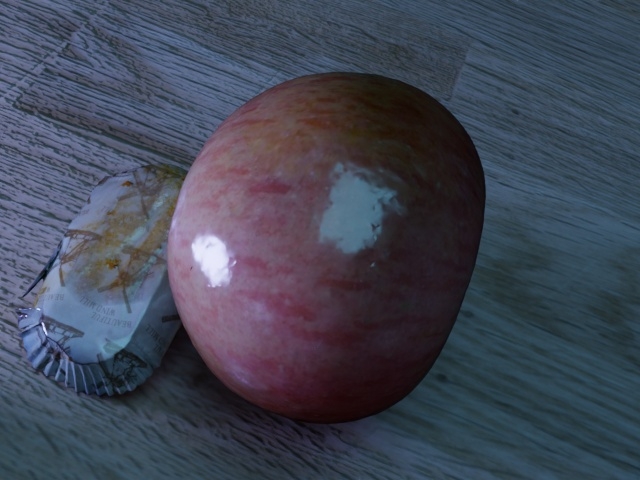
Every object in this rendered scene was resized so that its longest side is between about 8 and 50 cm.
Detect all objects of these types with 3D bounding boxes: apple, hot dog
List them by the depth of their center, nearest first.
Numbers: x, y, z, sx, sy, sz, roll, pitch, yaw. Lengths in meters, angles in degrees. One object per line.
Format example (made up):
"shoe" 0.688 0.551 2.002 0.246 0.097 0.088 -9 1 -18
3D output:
"apple" 0.000 0.000 0.814 0.269 0.345 0.345 19 49 -2
"hot dog" -0.196 0.032 0.884 0.162 0.082 0.270 18 56 8
